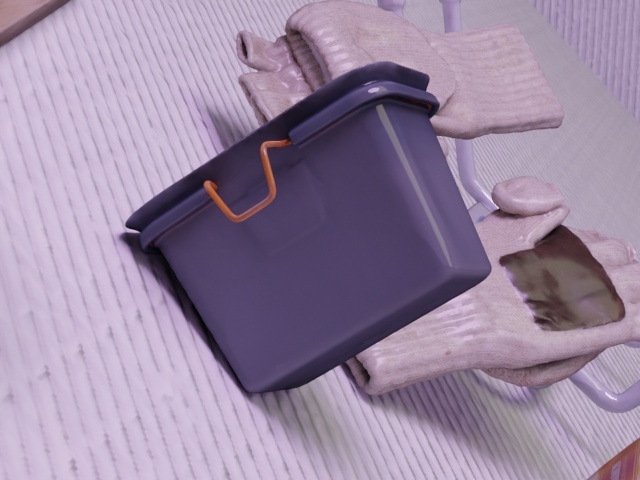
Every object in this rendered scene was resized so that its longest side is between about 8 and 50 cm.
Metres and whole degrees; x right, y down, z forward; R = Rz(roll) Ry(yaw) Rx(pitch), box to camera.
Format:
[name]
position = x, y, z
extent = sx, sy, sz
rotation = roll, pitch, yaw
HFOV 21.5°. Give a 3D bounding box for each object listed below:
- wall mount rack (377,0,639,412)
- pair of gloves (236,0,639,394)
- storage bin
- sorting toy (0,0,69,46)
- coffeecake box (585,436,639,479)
[wall mount rack]
position = 0.127, -0.041, 1.104
extent = 0.304, 0.130, 0.350
rotation = 46, 15, 4
[pair of gloves]
position = 0.070, -0.034, 0.887
extent = 0.204, 0.042, 0.240
rotation = 0, 55, -31
[storage bin]
position = 0.000, 0.000, 0.700
extent = 0.091, 0.135, 0.098
rotation = 62, 19, 13
[sorting toy]
position = -0.198, -0.207, 0.730
extent = 0.255, 0.089, 0.257
rotation = 45, 16, -8
[coffeecake box]
position = 0.195, 0.202, 0.826
extent = 0.185, 0.068, 0.142
rotation = 47, 17, -1
